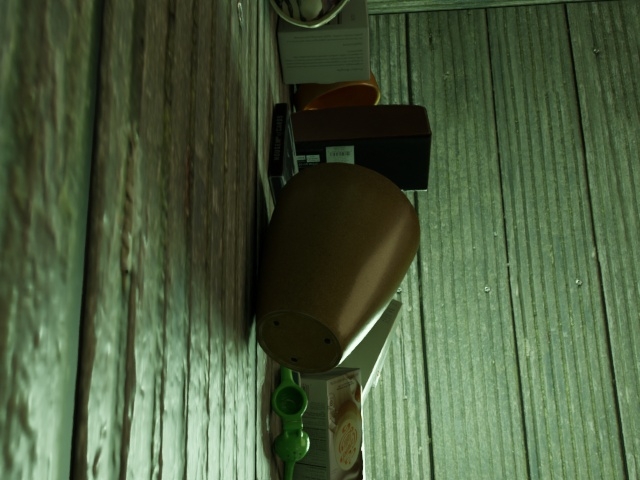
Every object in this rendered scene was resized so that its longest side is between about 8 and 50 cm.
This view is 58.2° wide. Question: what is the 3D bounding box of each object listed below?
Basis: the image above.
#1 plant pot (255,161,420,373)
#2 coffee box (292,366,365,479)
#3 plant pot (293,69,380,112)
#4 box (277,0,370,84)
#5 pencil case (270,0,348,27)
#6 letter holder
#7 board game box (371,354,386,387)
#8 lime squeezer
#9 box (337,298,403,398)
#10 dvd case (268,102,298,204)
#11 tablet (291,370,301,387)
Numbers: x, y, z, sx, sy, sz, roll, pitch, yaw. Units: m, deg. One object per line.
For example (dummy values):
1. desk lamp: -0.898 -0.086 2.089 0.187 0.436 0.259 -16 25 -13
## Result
1. plant pot: 0.008 0.055 0.822 0.254 0.237 0.237 -67 158 -48
2. coffee box: 0.009 0.368 1.060 0.141 0.098 0.247 3 84 -59
3. plant pot: 0.020 -0.402 1.391 0.205 0.205 0.188 72 2 -76
4. box: 0.010 -0.423 1.192 0.119 0.180 0.182 85 4 -47
5. pencil case: -0.013 -0.544 1.079 0.410 0.159 0.184 -86 177 -55
6. letter holder: 0.084 -0.230 1.299 0.152 0.301 0.215 84 5 -45
7. board game box: 0.099 0.268 1.688 0.305 0.053 0.193 51 48 -32
8. lime squeezer: -0.047 0.277 0.921 0.110 0.058 0.311 -53 140 -83
9. box: 0.075 0.277 1.336 0.311 0.121 0.148 -62 165 -21
10. dvd case: -0.062 -0.109 1.085 0.239 0.029 0.179 84 6 -54
11. tablet: -0.049 0.245 0.972 0.083 0.006 0.054 166 -80 -65
